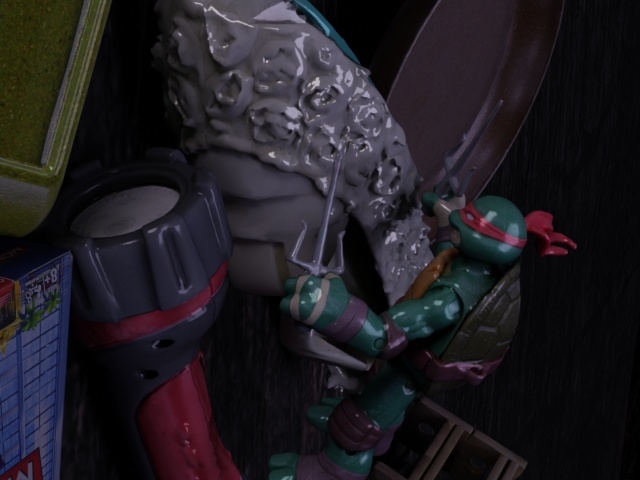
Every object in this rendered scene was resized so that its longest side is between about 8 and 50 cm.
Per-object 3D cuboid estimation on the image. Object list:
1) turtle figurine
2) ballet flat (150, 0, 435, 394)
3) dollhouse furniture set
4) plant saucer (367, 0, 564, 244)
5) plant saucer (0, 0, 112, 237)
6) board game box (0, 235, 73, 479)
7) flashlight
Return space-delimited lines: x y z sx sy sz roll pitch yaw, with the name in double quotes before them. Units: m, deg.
"turtle figurine" 0.050 0.040 0.599 0.175 0.118 0.234 -14 135 -53
"ballet flat" 0.000 0.000 0.703 0.147 0.147 0.409 -69 152 -21
"dollhouse furniture set" 0.095 0.282 1.073 0.129 0.129 0.184 -41 159 -53
"plant saucer" 0.113 -0.131 0.922 0.310 0.050 0.311 -44 151 -32
"plant saucer" -0.150 -0.100 0.427 0.188 0.045 0.189 15 90 -56
"board game box" -0.184 0.121 0.470 0.194 0.060 0.194 -37 131 -55
"flashlight" -0.076 0.099 0.622 0.103 0.103 0.304 -110 -174 -58
